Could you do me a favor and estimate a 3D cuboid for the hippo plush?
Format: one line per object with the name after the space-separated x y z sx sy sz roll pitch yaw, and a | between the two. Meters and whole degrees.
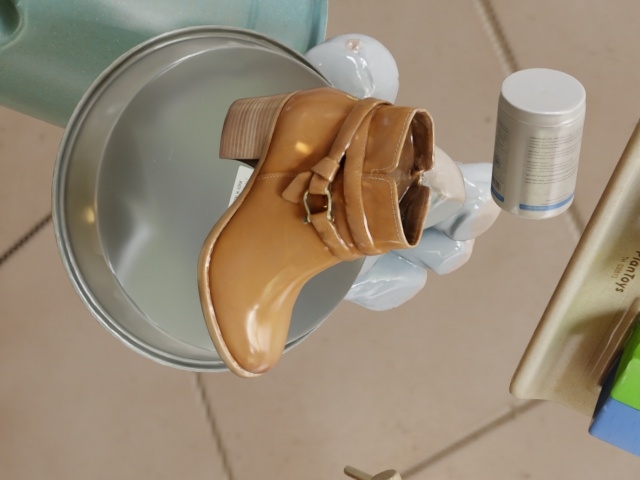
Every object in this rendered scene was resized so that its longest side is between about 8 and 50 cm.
0.012 -0.064 1.504 0.294 0.234 0.236 -29 67 8 | hippo plush

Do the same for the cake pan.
-0.074 -0.034 1.270 0.054 0.293 0.293 5 90 62 | cake pan

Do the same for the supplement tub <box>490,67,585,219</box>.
0.176 -0.077 1.243 0.071 0.071 0.107 40 142 37 | supplement tub

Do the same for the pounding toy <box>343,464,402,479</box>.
0.011 0.320 1.666 0.206 0.181 0.094 -21 95 27 | pounding toy

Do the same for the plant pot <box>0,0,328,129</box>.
-0.226 -0.249 1.610 0.341 0.334 0.341 -15 69 44 | plant pot

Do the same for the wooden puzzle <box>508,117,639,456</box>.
0.319 0.079 0.962 0.348 0.080 0.322 20 138 3 | wooden puzzle

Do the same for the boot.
0.000 0.000 0.988 0.152 0.073 0.197 6 97 37 | boot
